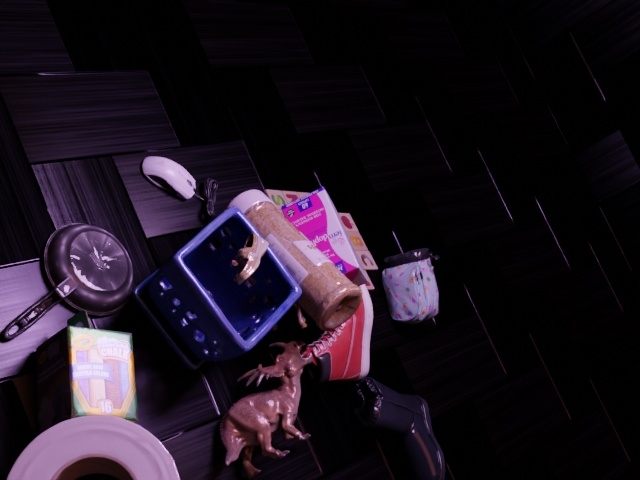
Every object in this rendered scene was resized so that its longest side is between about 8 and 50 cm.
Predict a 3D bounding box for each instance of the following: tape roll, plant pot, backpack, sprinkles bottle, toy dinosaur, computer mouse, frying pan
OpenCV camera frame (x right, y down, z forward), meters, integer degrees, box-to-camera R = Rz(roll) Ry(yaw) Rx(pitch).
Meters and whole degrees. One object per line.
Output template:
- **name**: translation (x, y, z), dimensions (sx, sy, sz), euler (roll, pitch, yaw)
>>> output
- **tape roll**: translation (-0.368, 0.433, 1.557), dimensions (0.286, 0.100, 0.286), euler (4, 60, -8)
- **plant pot**: translation (-0.219, 0.108, 1.928), dimensions (0.236, 0.212, 0.236), euler (53, 40, -6)
- **backpack**: translation (0.229, 0.121, 2.442), dimensions (0.115, 0.152, 0.182), euler (-6, 83, -41)
- **sprinkles bottle**: translation (-0.065, 0.038, 2.060), dimensions (0.121, 0.121, 0.355), euler (-8, 43, -47)
- **toy dinosaur**: translation (-0.125, 0.348, 1.950), dimensions (0.295, 0.127, 0.200), euler (-30, 81, -38)
- **computer mouse**: translation (-0.304, -0.129, 2.123), dimensions (0.193, 0.042, 0.106), euler (30, 48, -29)
- **frying pan**: translation (-0.483, 0.059, 1.826), dimensions (0.326, 0.053, 0.197), euler (-12, 74, -51)

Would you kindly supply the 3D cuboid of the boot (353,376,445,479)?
- **boot**: translation (0.173, 0.444, 2.198), dimensions (0.207, 0.094, 0.247), euler (23, 44, -39)

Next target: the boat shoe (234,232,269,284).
- **boat shoe**: translation (-0.142, 0.034, 1.855), dimensions (0.045, 0.050, 0.135), euler (42, 32, -13)

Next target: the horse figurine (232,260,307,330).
- **horse figurine**: translation (-0.100, 0.117, 2.156), dimensions (0.263, 0.066, 0.175), euler (-3, 71, -46)

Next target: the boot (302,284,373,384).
- **boot**: translation (0.029, 0.201, 2.178), dimensions (0.176, 0.088, 0.244), euler (1, 87, -42)

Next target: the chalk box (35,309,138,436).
- **chalk box**: translation (-0.418, 0.233, 1.710), dimensions (0.132, 0.132, 0.213), euler (13, 58, -39)

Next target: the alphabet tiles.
- **alphabet tiles**: translation (0.000, 0.000, 2.323), dimensions (0.342, 0.011, 0.285), euler (2, 55, -51)

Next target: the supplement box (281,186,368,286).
- **supplement box**: translation (0.010, 0.009, 2.176), dimensions (0.220, 0.111, 0.114), euler (66, 4, 24)
